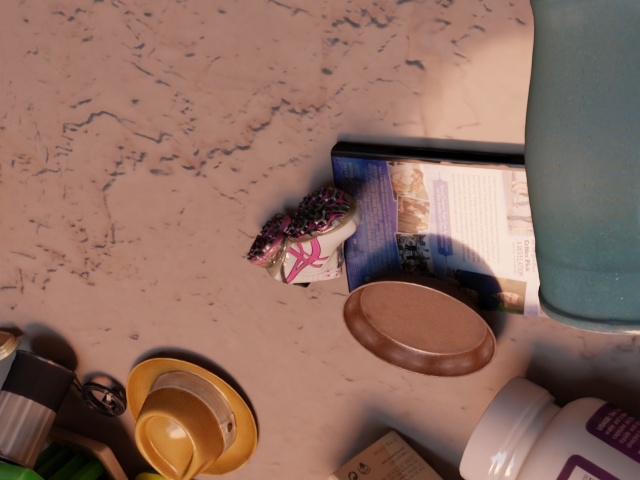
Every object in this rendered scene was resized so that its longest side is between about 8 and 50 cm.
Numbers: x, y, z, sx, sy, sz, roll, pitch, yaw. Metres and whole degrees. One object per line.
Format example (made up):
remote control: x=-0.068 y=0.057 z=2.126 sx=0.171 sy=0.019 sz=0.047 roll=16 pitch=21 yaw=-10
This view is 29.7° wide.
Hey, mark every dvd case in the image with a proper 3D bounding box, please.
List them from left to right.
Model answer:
dvd case: x=0.139 y=-0.009 z=1.213 sx=0.252 sy=0.022 sz=0.180 roll=6 pitch=125 yaw=22

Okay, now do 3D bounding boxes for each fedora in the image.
fedora: x=-0.173 y=0.237 z=1.496 sx=0.194 sy=0.079 sz=0.194 roll=13 pitch=128 yaw=17

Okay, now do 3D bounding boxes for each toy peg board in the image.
toy peg board: x=-0.318 y=0.342 z=1.603 sx=0.161 sy=0.079 sz=0.161 roll=7 pitch=129 yaw=48

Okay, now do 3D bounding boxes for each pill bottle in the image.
pill bottle: x=0.299 y=0.264 z=1.216 sx=0.301 sy=0.169 sz=0.169 roll=30 pitch=132 yaw=24

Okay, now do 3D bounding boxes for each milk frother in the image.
milk frother: x=-0.340 y=0.230 z=1.530 sx=0.143 sy=0.135 sz=0.129 roll=14 pitch=161 yaw=22

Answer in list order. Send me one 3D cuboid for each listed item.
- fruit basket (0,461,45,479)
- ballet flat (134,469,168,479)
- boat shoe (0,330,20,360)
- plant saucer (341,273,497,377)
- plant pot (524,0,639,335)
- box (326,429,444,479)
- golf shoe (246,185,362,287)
fruit basket: x=-0.400 y=0.452 z=1.561 sx=0.391 sy=0.283 sz=0.392 roll=15 pitch=140 yaw=13
ballet flat: x=-0.156 y=0.384 z=1.594 sx=0.231 sy=0.077 sz=0.077 roll=28 pitch=132 yaw=5
boat shoe: x=-0.451 y=0.133 z=1.570 sx=0.135 sy=0.050 sz=0.045 roll=-8 pitch=125 yaw=29
plant saucer: x=0.106 y=0.086 z=1.269 sx=0.168 sy=0.029 sz=0.168 roll=14 pitch=144 yaw=10
plant pot: x=0.280 y=-0.095 z=0.944 sx=0.271 sy=0.271 sz=0.255 roll=-7 pitch=105 yaw=29
box: x=0.130 y=0.386 z=1.367 sx=0.311 sy=0.121 sz=0.148 roll=43 pitch=132 yaw=21
golf shoe: x=0.000 y=0.000 z=1.245 sx=0.086 sy=0.068 sz=0.186 roll=35 pitch=152 yaw=-16
